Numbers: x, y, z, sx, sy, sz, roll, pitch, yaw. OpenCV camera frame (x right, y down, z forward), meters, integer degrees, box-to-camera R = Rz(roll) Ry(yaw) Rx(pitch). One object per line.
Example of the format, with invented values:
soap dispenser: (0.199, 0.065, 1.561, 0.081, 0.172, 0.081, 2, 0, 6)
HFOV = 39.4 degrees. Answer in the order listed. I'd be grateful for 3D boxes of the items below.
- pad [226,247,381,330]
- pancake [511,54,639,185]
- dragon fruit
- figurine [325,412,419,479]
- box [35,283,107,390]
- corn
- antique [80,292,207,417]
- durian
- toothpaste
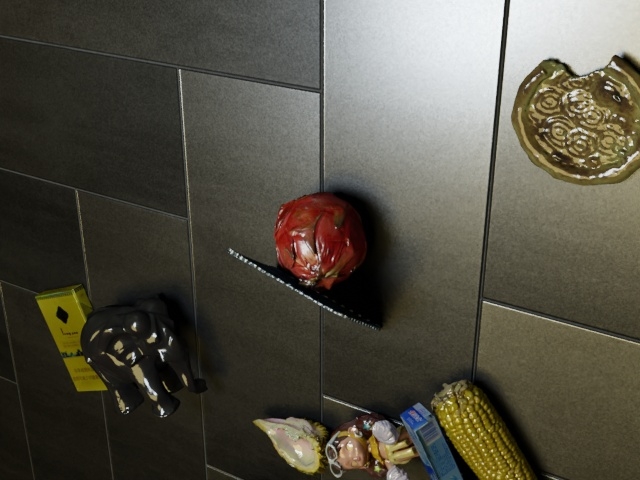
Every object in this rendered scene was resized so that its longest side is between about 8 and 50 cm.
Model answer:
pad: (-0.025, 0.096, 1.678, 0.269, 0.269, 0.012, 29, 89, 21)
pancake: (0.406, -0.183, 1.378, 0.235, 0.029, 0.212, -4, 111, 37)
dragon fruit: (0.000, 0.000, 1.640, 0.172, 0.172, 0.209, -63, 33, 36)
figurine: (0.128, 0.416, 1.800, 0.240, 0.116, 0.175, -7, 111, 29)
box: (-0.608, 0.251, 2.255, 0.153, 0.041, 0.279, -10, 106, 37)
corn: (0.322, 0.398, 1.669, 0.106, 0.106, 0.305, -32, 94, 39)
antique: (-0.423, 0.257, 2.045, 0.322, 0.185, 0.255, -2, 112, 38)
durian: (-0.054, 0.426, 1.956, 0.224, 0.078, 0.140, 22, 136, 36)
toothpaste: (0.231, 0.436, 1.724, 0.066, 0.053, 0.272, 35, 155, 60)
